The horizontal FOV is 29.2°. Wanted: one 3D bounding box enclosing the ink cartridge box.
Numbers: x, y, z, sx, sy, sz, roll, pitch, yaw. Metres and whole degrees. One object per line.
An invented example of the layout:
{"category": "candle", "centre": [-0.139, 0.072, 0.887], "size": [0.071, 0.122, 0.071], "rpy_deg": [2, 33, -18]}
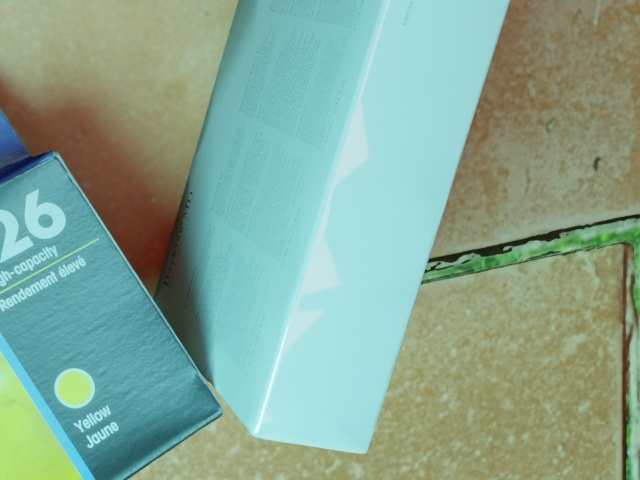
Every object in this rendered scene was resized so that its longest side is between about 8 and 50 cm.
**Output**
{"category": "ink cartridge box", "centre": [-0.269, 0.071, 0.822], "size": [0.304, 0.072, 0.307], "rpy_deg": [-33, 89, -27]}

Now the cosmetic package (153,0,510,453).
{"category": "cosmetic package", "centre": [-0.004, -0.073, 0.909], "size": [0.098, 0.284, 0.377], "rpy_deg": [13, 99, -26]}
